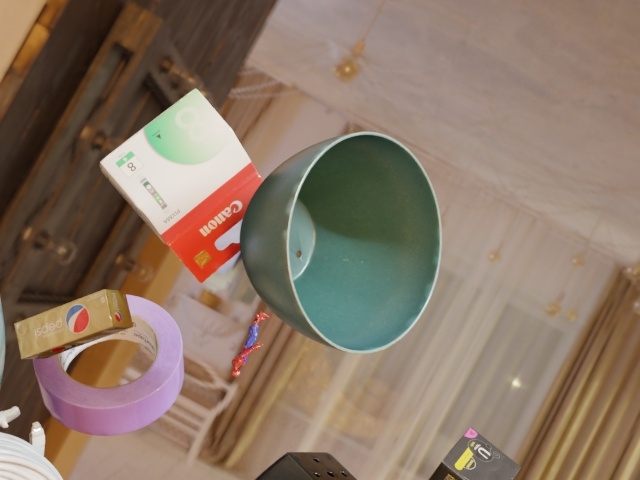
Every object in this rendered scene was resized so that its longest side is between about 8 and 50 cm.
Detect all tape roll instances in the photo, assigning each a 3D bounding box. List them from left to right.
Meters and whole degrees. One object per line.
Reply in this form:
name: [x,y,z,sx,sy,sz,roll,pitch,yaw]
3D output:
tape roll: [-0.397,0.230,1.802,0.274,0.275,0.090,27,-41,21]

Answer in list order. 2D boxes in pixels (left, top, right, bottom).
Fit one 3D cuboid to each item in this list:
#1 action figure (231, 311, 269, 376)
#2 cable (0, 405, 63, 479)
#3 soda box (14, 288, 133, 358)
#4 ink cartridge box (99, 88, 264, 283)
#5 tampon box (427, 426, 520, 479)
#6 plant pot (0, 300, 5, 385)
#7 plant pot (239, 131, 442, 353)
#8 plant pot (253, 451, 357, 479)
action figure: [-0.118,0.174,1.571,0.030,0.115,0.038,36,-26,-16]
cable: [-0.415,0.355,1.118,0.257,0.257,0.089,-21,19,-30]
soda box: [-0.387,0.132,1.491,0.181,0.061,0.058,-20,-13,20]
ink cartridge box: [-0.180,-0.080,1.387,0.225,0.181,0.056,49,-14,3]
tampon box: [0.211,0.395,1.469,0.101,0.161,0.120,37,30,15]
plant pot: [-0.443,0.162,0.944,0.247,0.252,0.248,-4,41,-1]
plant pot: [0.000,0.000,1.316,0.195,0.290,0.290,3,-22,47]
plant pot: [-0.021,0.468,1.634,0.187,0.167,0.188,38,13,37]
